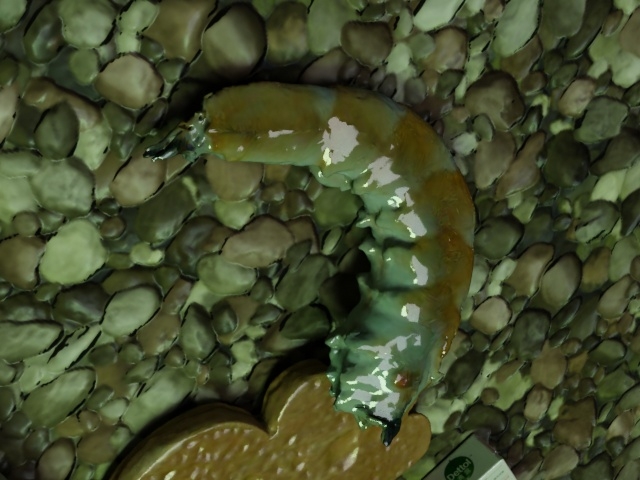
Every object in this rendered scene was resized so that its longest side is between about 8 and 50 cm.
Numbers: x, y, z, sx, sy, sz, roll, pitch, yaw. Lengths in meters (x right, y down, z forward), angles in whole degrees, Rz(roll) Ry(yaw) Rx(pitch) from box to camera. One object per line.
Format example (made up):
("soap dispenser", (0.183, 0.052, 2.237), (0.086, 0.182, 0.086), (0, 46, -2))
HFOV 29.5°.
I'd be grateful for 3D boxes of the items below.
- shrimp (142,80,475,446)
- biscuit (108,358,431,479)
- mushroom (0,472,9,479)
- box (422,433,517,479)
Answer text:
("shrimp", (0.027, -0.010, 0.841), (0.185, 0.068, 0.287), (-46, 123, -21))
("biscuit", (-0.044, 0.189, 0.931), (0.289, 0.044, 0.202), (-34, 126, -15))
("mushroom", (-0.249, 0.189, 0.749), (0.128, 0.128, 0.350), (-39, 126, -10))
("box", (0.118, 0.242, 1.064), (0.125, 0.043, 0.089), (-40, 130, -8))
